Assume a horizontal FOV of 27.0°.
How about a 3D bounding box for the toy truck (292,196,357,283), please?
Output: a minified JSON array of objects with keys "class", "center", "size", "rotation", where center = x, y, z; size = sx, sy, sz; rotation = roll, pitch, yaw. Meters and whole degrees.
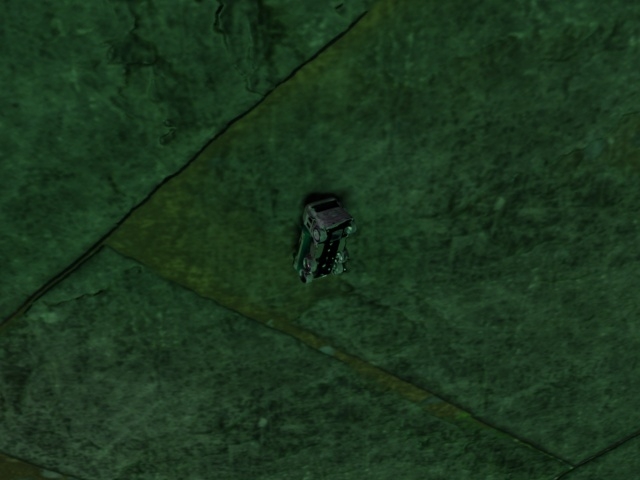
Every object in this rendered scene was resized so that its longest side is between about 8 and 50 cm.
[{"class":"toy truck","center":[0.000,0.000,1.121],"size":[0.039,0.044,0.083],"rotation":[-16,145,-26]}]
